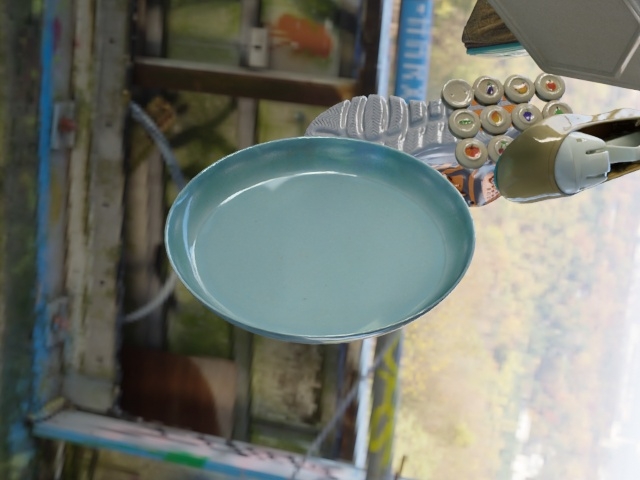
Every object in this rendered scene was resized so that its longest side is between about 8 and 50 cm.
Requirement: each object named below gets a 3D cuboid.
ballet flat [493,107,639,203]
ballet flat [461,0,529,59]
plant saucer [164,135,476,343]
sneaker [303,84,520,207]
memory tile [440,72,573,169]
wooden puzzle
[{"bbox_3d":[0.262,-0.087,1.097,0.232,0.073,0.080,-21,112,-38],"label":"ballet flat"},{"bbox_3d":[0.345,-0.308,1.569,0.116,0.342,0.124,3,96,-46],"label":"ballet flat"},{"bbox_3d":[0.000,0.000,1.187,0.317,0.317,0.044,-63,160,-46],"label":"plant saucer"},{"bbox_3d":[0.145,-0.108,1.559,0.180,0.321,0.125,52,42,-55],"label":"sneaker"},{"bbox_3d":[0.214,-0.136,1.286,0.012,0.148,0.113,106,-24,-68],"label":"memory tile"},{"bbox_3d":[0.194,-0.199,0.905,0.044,0.238,0.221,-49,123,-4],"label":"wooden puzzle"}]
